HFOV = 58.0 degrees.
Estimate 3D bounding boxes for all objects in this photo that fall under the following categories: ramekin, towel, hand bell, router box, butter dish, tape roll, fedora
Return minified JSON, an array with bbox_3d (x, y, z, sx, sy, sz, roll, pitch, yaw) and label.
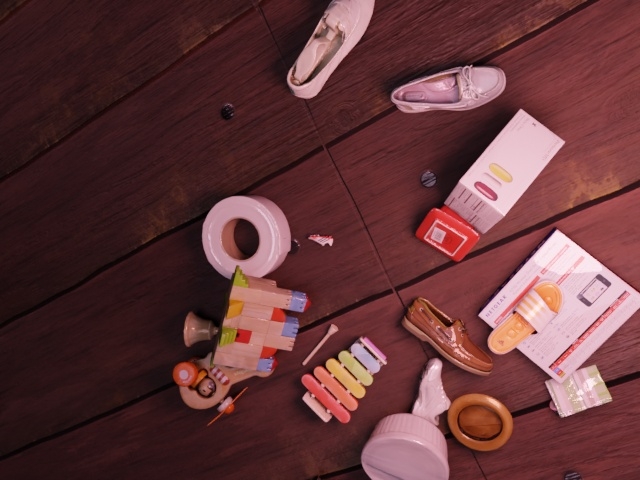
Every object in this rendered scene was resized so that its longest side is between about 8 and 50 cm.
[{"bbox_3d":[0.268,0.656,1.788,0.272,0.127,0.273,9,123,14],"label":"ramekin"},{"bbox_3d":[0.741,0.432,1.663,0.152,0.023,0.113,-26,57,18],"label":"towel"},{"bbox_3d":[-0.337,0.315,2.002,0.241,0.126,0.126,3,99,6],"label":"hand bell"},{"bbox_3d":[0.678,0.183,1.646,0.301,0.082,0.335,41,108,9],"label":"router box"},{"bbox_3d":[0.386,-0.043,1.698,0.159,0.118,0.160,32,147,6],"label":"butter dish"},{"bbox_3d":[-0.245,-0.009,1.914,0.286,0.100,0.287,2,98,18],"label":"tape roll"},{"bbox_3d":[0.489,0.543,1.761,0.194,0.079,0.195,4,100,24],"label":"fedora"}]

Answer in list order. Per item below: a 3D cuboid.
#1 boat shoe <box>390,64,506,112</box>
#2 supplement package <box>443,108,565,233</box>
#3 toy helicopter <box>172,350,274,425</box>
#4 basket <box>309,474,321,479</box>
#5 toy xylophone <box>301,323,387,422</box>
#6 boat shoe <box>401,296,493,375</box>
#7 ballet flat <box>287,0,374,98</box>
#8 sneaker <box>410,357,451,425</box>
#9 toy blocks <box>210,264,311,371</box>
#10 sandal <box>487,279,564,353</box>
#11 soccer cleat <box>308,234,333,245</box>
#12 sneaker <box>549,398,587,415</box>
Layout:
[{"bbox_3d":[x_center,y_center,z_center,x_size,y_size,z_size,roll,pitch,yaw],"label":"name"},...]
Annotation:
[{"bbox_3d":[0.363,-0.431,1.651,0.320,0.103,0.118,-3,97,19],"label":"boat shoe"},{"bbox_3d":[0.485,-0.178,1.546,0.145,0.204,0.262,40,81,8],"label":"supplement package"},{"bbox_3d":[-0.317,0.488,1.997,0.354,0.140,0.235,-20,85,7],"label":"toy helicopter"},{"bbox_3d":[0.008,0.943,1.944,0.227,0.154,0.204,42,106,4],"label":"basket"},{"bbox_3d":[0.061,0.428,1.884,0.236,0.081,0.323,36,107,11],"label":"toy xylophone"},{"bbox_3d":[0.395,0.288,1.739,0.307,0.110,0.105,32,107,11],"label":"boat shoe"},{"bbox_3d":[0.028,-0.603,1.723,0.139,0.139,0.400,38,107,10],"label":"ballet flat"},{"bbox_3d":[0.358,0.474,1.800,0.115,0.090,0.232,14,111,9],"label":"sneaker"},{"bbox_3d":[-0.191,0.275,1.875,0.260,0.191,0.382,13,110,-14],"label":"toy blocks"},{"bbox_3d":[0.572,0.229,1.602,0.102,0.076,0.265,41,108,9],"label":"sandal"},{"bbox_3d":[0.000,0.000,1.872,0.083,0.029,0.036,3,95,13],"label":"soccer cleat"},{"bbox_3d":[0.740,0.484,1.695,0.119,0.047,0.057,-24,112,20],"label":"sneaker"}]
